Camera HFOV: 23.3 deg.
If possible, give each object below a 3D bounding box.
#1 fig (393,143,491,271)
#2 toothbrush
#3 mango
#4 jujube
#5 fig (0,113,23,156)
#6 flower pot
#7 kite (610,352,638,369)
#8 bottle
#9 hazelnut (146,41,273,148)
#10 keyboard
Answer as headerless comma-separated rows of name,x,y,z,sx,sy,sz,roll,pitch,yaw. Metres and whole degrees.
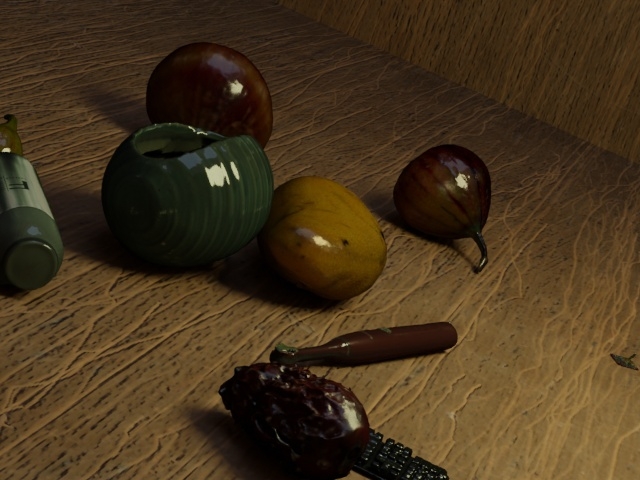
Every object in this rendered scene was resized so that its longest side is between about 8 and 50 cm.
fig,0.207,-0.069,2.405,0.202,0.149,0.148,22,33,30
toothbrush,0.054,0.123,1.822,0.041,0.040,0.364,33,20,31
mango,-0.003,0.005,1.983,0.177,0.120,0.295,29,19,-1
jujube,-0.020,0.167,1.490,0.104,0.104,0.166,6,22,-43
fig,-0.394,-0.112,1.880,0.082,0.098,0.084,39,-11,-22
flower pot,-0.159,-0.057,1.872,0.189,0.157,0.243,9,17,26
kite,0.434,0.168,2.224,0.044,0.002,0.078,23,18,1
bottle,-0.341,-0.021,1.707,0.096,0.079,0.253,-22,29,-9
hazelnut,-0.160,-0.200,2.349,0.204,0.178,0.178,48,0,-34
keyboard,0.021,0.199,1.572,0.231,0.023,0.072,25,19,11
